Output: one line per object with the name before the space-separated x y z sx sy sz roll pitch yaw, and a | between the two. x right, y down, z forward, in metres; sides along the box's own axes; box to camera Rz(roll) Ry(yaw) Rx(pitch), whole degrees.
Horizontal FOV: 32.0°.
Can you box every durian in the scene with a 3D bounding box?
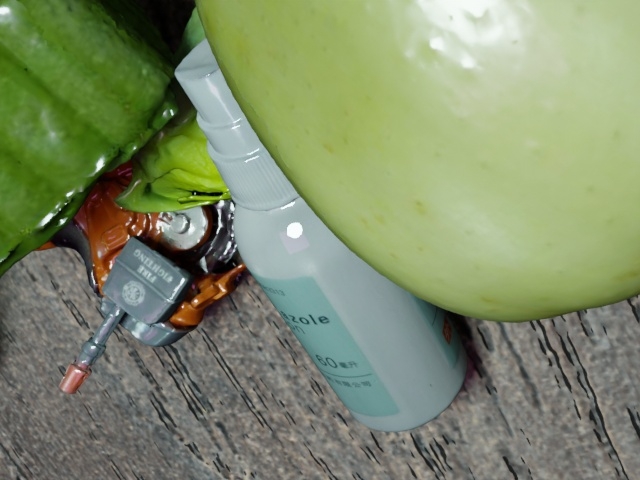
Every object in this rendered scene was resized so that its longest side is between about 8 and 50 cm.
durian | -0.056 -0.111 0.833 0.139 0.101 0.250 17 125 -23

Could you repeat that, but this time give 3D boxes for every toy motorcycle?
toy motorcycle | -0.222 -0.022 0.952 0.326 0.148 0.221 36 102 11

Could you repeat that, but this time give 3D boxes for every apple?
apple | 0.107 -0.138 0.618 0.357 0.357 0.357 10 119 19

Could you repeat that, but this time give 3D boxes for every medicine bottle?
medicine bottle | 0.000 0.000 0.802 0.110 0.110 0.352 -7 135 27

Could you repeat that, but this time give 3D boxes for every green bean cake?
green bean cake | -0.237 -0.095 0.774 0.250 0.247 0.156 -45 121 6
